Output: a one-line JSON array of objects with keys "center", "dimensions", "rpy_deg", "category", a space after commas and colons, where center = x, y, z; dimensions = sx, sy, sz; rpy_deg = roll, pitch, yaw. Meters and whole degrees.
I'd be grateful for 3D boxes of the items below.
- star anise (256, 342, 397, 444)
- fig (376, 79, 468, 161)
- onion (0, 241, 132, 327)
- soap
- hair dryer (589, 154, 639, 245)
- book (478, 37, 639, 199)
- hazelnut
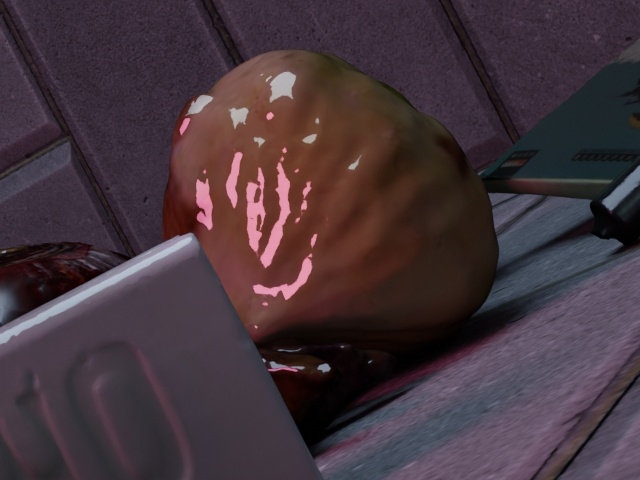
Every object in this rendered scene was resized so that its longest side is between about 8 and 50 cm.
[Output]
[{"center": [-0.085, 0.115, 1.085], "dimensions": [0.272, 0.102, 0.272], "rpy_deg": [-29, -1, 0], "category": "star anise"}, {"center": [0.006, -0.011, 1.488], "dimensions": [0.239, 0.239, 0.271], "rpy_deg": [-30, -27, -42], "category": "fig"}, {"center": [-0.187, 0.106, 1.302], "dimensions": [0.206, 0.216, 0.207], "rpy_deg": [-10, 4, -31], "category": "onion"}, {"center": [-0.148, 0.125, 0.863], "dimensions": [0.265, 0.159, 0.087], "rpy_deg": [-27, 3, -10], "category": "soap"}, {"center": [0.295, -0.117, 1.279], "dimensions": [0.302, 0.116, 0.244], "rpy_deg": [-40, 23, -7], "category": "hair dryer"}, {"center": [0.338, -0.149, 1.460], "dimensions": [0.379, 0.031, 0.264], "rpy_deg": [-39, 21, -23], "category": "book"}, {"center": [0.000, 0.000, 1.212], "dimensions": [0.261, 0.261, 0.241], "rpy_deg": [-26, 6, 34], "category": "hazelnut"}]
